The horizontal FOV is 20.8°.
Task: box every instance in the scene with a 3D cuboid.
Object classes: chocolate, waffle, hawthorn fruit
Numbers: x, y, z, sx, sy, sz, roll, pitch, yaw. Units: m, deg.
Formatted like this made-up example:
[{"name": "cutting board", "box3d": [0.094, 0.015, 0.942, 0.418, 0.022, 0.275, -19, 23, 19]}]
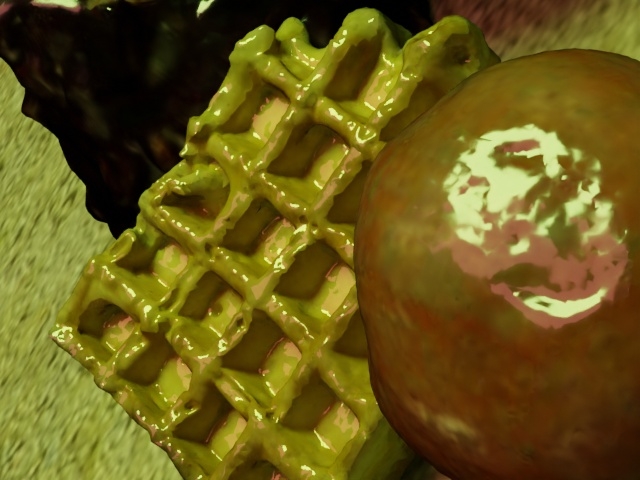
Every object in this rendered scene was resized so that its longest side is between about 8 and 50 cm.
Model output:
[{"name": "chocolate", "box3d": [-0.076, -0.101, 0.825, 0.224, 0.177, 0.206, -10, 61, 52]}, {"name": "waffle", "box3d": [0.000, 0.000, 0.698, 0.160, 0.055, 0.211, 40, 104, 30]}, {"name": "hawthorn fruit", "box3d": [0.096, 0.029, 0.529, 0.189, 0.149, 0.149, 41, 105, 29]}]
